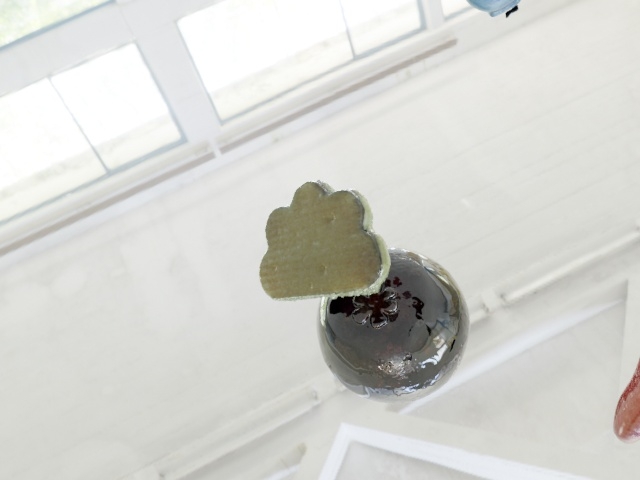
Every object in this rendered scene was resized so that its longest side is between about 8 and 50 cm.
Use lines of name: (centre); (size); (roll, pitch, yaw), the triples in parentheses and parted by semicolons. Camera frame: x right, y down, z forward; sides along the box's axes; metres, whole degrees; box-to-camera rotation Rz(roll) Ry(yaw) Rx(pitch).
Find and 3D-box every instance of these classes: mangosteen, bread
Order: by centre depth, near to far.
bread: (0.000, 0.000, 0.983); (0.286, 0.208, 0.056); (-5, 173, 42)
mangosteen: (0.131, 0.161, 1.119); (0.296, 0.297, 0.313); (-28, 174, -9)

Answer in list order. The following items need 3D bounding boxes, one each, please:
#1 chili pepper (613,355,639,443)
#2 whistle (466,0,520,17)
chili pepper: (0.252, 0.047, 0.370); (0.071, 0.272, 0.063); (-20, -129, -24)
whistle: (0.170, -0.340, 0.650); (0.180, 0.093, 0.269); (-26, -134, 22)
